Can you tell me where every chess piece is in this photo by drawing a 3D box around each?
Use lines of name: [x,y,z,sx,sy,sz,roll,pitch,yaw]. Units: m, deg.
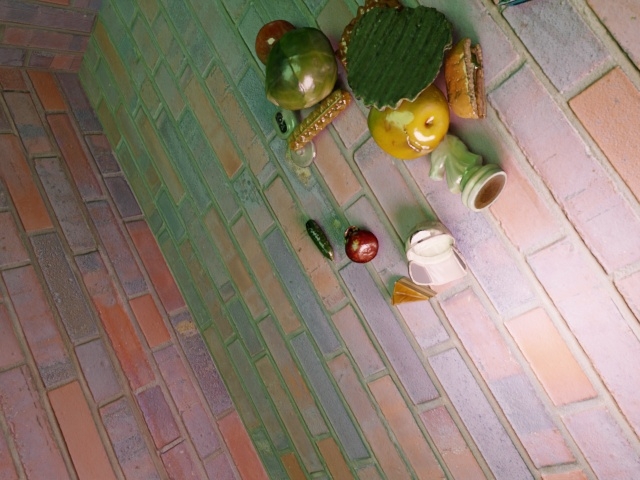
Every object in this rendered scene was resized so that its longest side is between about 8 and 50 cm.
chess piece: [0.489,-0.249,1.591,0.298,0.175,0.176,51,130,35]

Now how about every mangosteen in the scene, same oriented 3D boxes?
mangosteen: [0.174,0.010,1.944,0.145,0.181,0.156,-5,122,0]

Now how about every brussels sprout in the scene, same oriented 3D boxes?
brussels sprout: [-0.094,-0.689,1.871,0.354,0.281,0.290,-25,92,53]

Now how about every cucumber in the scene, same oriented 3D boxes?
cucumber: [0.000,0.000,2.127,0.069,0.069,0.228,-40,79,40]

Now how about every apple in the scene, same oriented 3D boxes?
apple: [-0.186,-0.855,1.980,0.209,0.209,0.164,-49,59,38]

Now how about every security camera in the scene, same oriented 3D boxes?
security camera: [-0.126,-0.481,2.104,0.157,0.080,0.302,-27,86,41]

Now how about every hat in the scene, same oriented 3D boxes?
hat: [0.438,0.050,1.707,0.231,0.161,0.275,-27,107,40]

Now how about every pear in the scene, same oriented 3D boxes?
pear: [0.310,-0.433,1.613,0.284,0.336,0.285,1,110,3]

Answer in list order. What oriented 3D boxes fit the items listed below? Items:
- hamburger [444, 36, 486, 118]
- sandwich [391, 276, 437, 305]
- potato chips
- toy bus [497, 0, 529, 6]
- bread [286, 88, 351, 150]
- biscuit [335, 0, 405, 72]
hamburger: [0.480,-0.536,1.523,0.130,0.124,0.262,0,100,42]
sandwich: [0.380,0.236,1.845,0.163,0.079,0.114,25,118,33]
potato chips: [0.245,-0.619,1.506,0.358,0.070,0.430,18,77,27]
toy bus: [0.589,-0.841,1.332,0.128,0.147,0.256,1,107,40]
bread: [-0.013,-0.518,1.959,0.367,0.077,0.084,-36,71,31]
biscuit: [0.221,-0.743,1.706,0.312,0.110,0.318,51,129,20]
